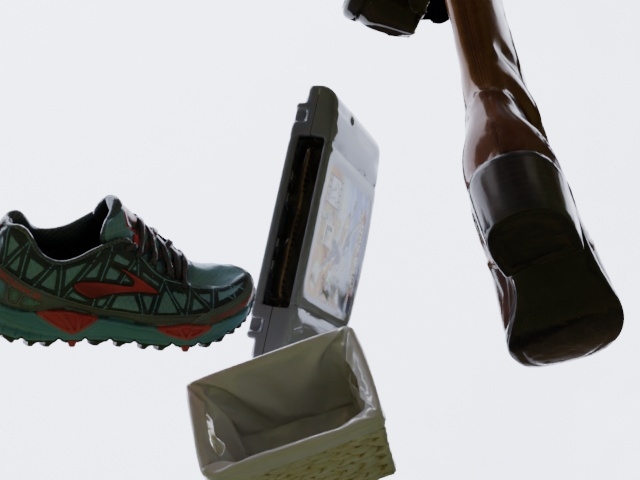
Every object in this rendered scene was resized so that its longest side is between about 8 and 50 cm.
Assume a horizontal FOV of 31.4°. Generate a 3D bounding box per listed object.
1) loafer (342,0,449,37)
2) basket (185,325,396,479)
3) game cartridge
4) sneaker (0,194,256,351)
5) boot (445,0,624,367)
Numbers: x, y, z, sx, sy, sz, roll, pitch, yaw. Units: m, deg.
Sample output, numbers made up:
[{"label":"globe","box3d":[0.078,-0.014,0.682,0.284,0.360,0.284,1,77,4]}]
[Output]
[{"label":"loafer","box3d":[0.105,-0.232,1.030,0.078,0.080,0.220,41,-131,10]},{"label":"basket","box3d":[-0.024,0.171,1.034,0.167,0.113,0.103,-19,-45,0]},{"label":"game cartridge","box3d":[0.000,0.000,1.261,0.198,0.062,0.297,31,-112,-64]},{"label":"sneaker","box3d":[-0.169,0.025,1.000,0.262,0.104,0.125,1,-67,-31]},{"label":"boot","box3d":[0.152,-0.061,0.920,0.096,0.280,0.264,-21,-40,17]}]
